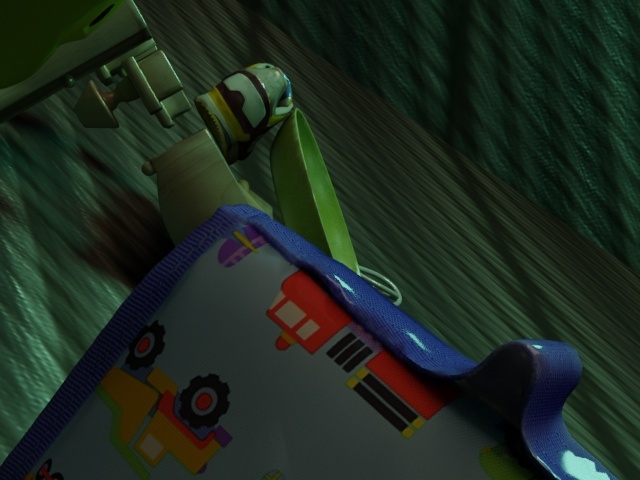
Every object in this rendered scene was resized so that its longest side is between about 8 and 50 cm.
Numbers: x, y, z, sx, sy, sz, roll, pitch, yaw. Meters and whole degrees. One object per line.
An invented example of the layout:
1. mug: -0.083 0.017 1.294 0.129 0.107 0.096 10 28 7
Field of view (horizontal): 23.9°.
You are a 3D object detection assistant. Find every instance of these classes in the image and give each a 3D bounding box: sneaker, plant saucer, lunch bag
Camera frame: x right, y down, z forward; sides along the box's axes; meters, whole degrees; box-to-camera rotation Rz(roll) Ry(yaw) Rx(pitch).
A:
1. sneaker: -0.062 -0.116 1.357 0.069 0.084 0.185 60 -2 -4
2. plant saucer: 0.000 0.000 1.366 0.241 0.037 0.241 -17 90 -85
3. lunch bag: -0.018 0.146 0.458 0.221 0.293 0.138 41 16 31

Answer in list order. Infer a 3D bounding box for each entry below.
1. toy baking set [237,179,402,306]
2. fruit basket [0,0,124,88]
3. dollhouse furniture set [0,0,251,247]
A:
1. toy baking set: -0.010 0.003 1.591 0.197 0.030 0.256 23 16 -35
2. fruit basket: -0.212 -0.126 0.632 0.392 0.283 0.392 14 27 -7
3. dollhouse furniture set: -0.158 -0.025 1.340 0.355 0.174 0.303 61 -2 -5
